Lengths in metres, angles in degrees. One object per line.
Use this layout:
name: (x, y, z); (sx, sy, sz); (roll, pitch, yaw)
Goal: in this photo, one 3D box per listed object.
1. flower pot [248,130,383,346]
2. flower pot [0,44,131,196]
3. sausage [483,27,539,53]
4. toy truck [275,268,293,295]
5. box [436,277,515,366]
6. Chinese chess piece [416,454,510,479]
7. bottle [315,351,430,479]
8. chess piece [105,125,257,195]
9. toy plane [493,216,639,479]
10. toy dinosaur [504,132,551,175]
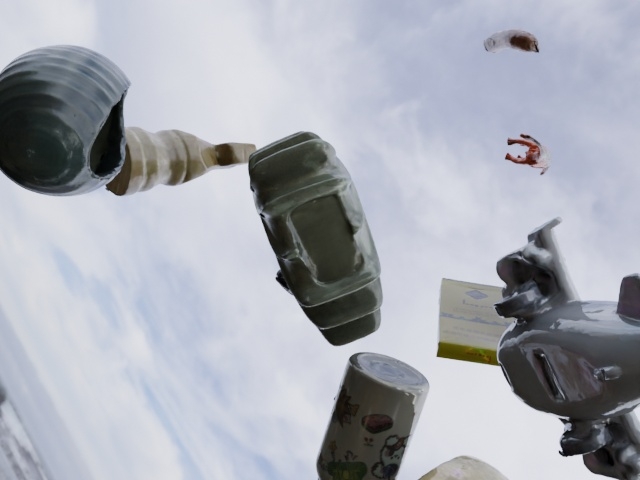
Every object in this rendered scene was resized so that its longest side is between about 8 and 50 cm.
flower pot: (0.000, 0.000, 1.043); (0.254, 0.165, 0.367); (-130, -162, -76)
flower pot: (-0.339, -0.159, 0.805); (0.243, 0.157, 0.189); (-93, -168, -63)
sausage: (0.340, -0.357, 1.096); (0.177, 0.040, 0.047); (-114, -171, -73)
toy truck: (-0.034, 0.059, 1.276); (0.052, 0.123, 0.063); (38, -15, 26)
box: (0.313, 0.158, 1.219); (0.153, 0.279, 0.041); (7, -68, 9)
Chinese chess piece: (0.148, 0.403, 0.775); (0.112, 0.270, 0.270); (43, -35, 37)
bottle: (0.059, 0.291, 0.838); (0.120, 0.120, 0.253); (25, -78, 47)
chess piece: (-0.262, -0.158, 1.163); (0.137, 0.301, 0.137); (10, -76, 43)
toy plane: (0.245, 0.101, 0.541); (0.252, 0.118, 0.252); (57, -22, 37)
toy dinosaur: (0.421, -0.175, 1.217); (0.101, 0.279, 0.055); (21, -82, 34)
